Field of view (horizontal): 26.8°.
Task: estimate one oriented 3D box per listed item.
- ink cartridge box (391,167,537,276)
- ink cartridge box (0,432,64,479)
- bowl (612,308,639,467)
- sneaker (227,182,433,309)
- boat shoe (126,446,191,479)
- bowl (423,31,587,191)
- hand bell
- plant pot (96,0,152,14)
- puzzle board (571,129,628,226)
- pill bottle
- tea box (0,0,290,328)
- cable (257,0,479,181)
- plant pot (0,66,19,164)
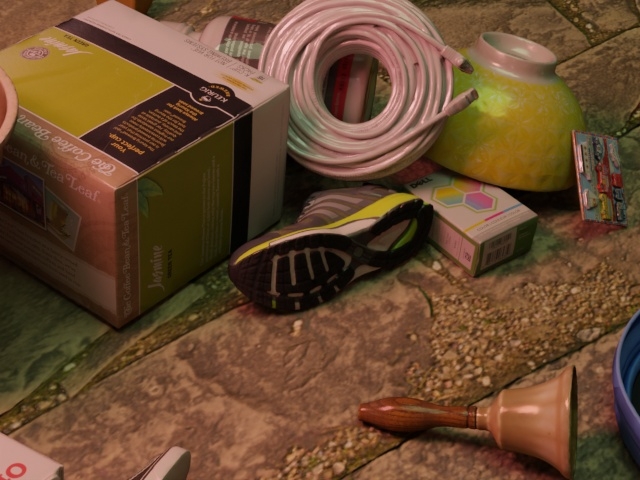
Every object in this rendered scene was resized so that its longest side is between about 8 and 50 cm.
[{"bbox_3d":[0.180,-0.046,1.819,0.109,0.062,0.209,-23,46,-31],"label":"ink cartridge box"},{"bbox_3d":[-0.435,0.261,1.297,0.306,0.131,0.226,25,41,21],"label":"ink cartridge box"},{"bbox_3d":[0.526,0.197,1.540,0.391,0.077,0.391,4,38,-3],"label":"bowl"},{"bbox_3d":[0.000,0.000,1.723,0.300,0.111,0.121,-18,33,-35],"label":"sneaker"},{"bbox_3d":[-0.208,0.279,1.345,0.070,0.078,0.219,22,42,18],"label":"boat shoe"},{"bbox_3d":[0.256,-0.202,1.898,0.289,0.156,0.289,13,26,-7],"label":"bowl"},{"bbox_3d":[0.161,0.199,1.497,0.242,0.126,0.126,0,36,14],"label":"hand bell"},{"bbox_3d":[-0.318,-0.401,2.195,0.081,0.083,0.081,17,39,16],"label":"plant pot"},{"bbox_3d":[0.386,-0.086,1.845,0.096,0.011,0.128,6,74,-41],"label":"puzzle board"},{"bbox_3d":[-0.085,-0.226,1.925,0.318,0.176,0.176,10,38,6],"label":"pill bottle"},{"bbox_3d":[-0.265,-0.111,1.722,0.329,0.220,0.323,29,43,28],"label":"tea box"},{"bbox_3d":[0.048,-0.207,1.778,0.257,0.257,0.089,48,5,5],"label":"cable"},{"bbox_3d":[-0.499,-0.023,1.509,0.333,0.305,0.334,3,38,-2],"label":"plant pot"}]
